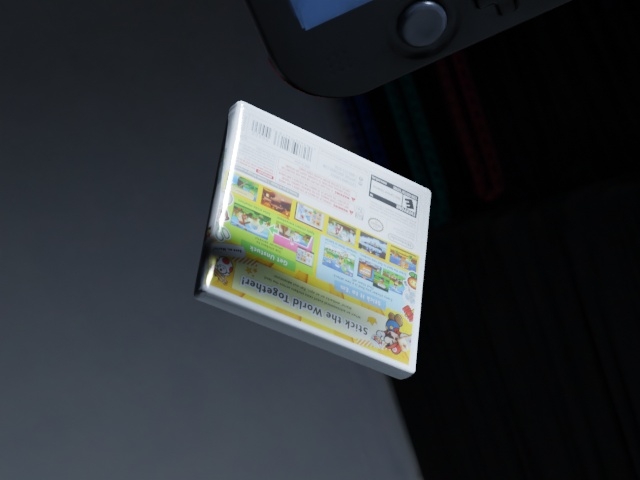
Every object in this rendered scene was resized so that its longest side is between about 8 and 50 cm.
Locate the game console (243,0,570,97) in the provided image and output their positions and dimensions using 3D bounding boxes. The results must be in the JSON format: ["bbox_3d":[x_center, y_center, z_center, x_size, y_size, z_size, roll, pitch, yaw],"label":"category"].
[{"bbox_3d":[0.072,-0.305,0.940,0.342,0.386,0.060,-21,40,5],"label":"game console"}]

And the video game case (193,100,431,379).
[{"bbox_3d":[0.000,0.000,1.216,0.227,0.206,0.026,24,-34,-25],"label":"video game case"}]
